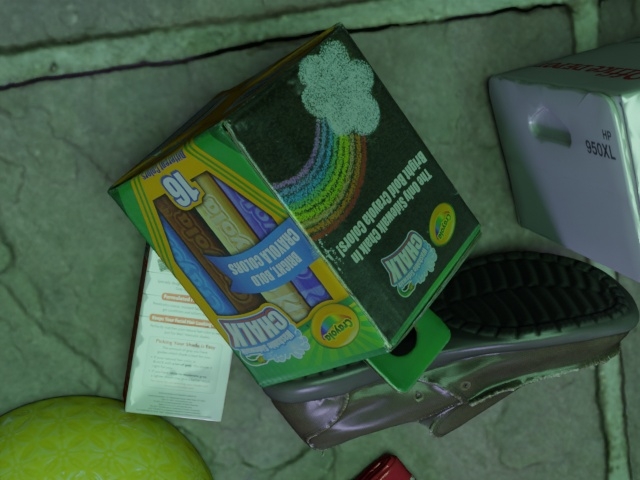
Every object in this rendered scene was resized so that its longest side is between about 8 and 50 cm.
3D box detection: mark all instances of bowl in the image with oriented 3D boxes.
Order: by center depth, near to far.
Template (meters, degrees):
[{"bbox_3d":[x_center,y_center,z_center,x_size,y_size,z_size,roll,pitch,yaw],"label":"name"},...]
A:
[{"bbox_3d":[-0.219,0.301,1.057,0.289,0.156,0.290,-2,100,-13],"label":"bowl"}]

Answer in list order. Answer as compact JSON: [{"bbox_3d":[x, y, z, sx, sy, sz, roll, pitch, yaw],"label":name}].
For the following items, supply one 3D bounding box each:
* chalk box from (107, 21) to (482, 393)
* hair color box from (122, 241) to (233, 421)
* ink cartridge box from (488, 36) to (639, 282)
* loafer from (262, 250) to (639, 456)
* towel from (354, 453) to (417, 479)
[{"bbox_3d":[0.000,0.000,1.007,0.289,0.179,0.180,55,49,-13],"label":"chalk box"},{"bbox_3d":[-0.126,0.078,1.092,0.093,0.053,0.167,9,99,-14],"label":"hair color box"},{"bbox_3d":[0.390,-0.113,1.054,0.394,0.285,0.166,-16,103,-9],"label":"ink cartridge box"},{"bbox_3d":[0.123,0.111,1.130,0.365,0.134,0.130,-11,125,-1],"label":"loafer"},{"bbox_3d":[0.077,0.374,1.192,0.199,0.031,0.275,-41,107,-12],"label":"towel"}]
